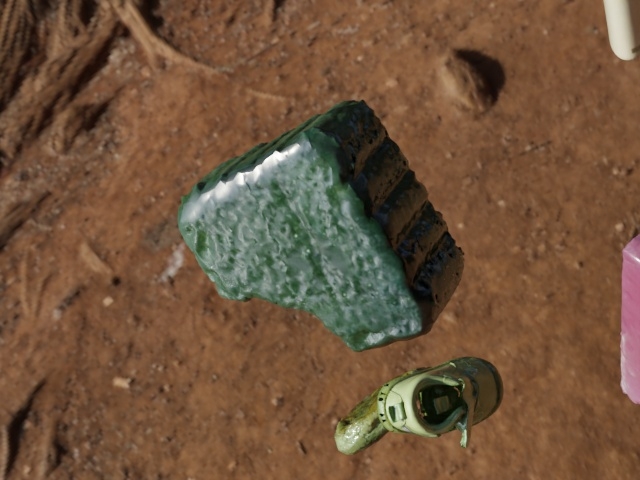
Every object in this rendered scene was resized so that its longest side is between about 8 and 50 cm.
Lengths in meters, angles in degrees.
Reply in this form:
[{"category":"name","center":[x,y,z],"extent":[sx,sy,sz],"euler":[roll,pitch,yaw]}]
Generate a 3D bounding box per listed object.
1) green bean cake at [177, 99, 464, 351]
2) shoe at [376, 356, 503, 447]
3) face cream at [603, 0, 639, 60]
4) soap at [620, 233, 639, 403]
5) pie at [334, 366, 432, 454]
[{"category":"green bean cake","center":[0.000,0.000,1.267],"extent":[0.308,0.300,0.169],"euler":[-23,14,37]},{"category":"shoe","center":[0.233,0.304,1.757],"extent":[0.262,0.140,0.128],"euler":[-6,9,-21]},{"category":"face cream","center":[0.425,-0.428,1.316],"extent":[0.081,0.348,0.174],"euler":[7,60,29]},{"category":"soap","center":[0.472,0.030,0.940],"extent":[0.359,0.233,0.128],"euler":[-29,43,-14]},{"category":"pie","center":[0.135,0.360,2.066],"extent":[0.277,0.078,0.277],"euler":[-44,-1,-1]}]
